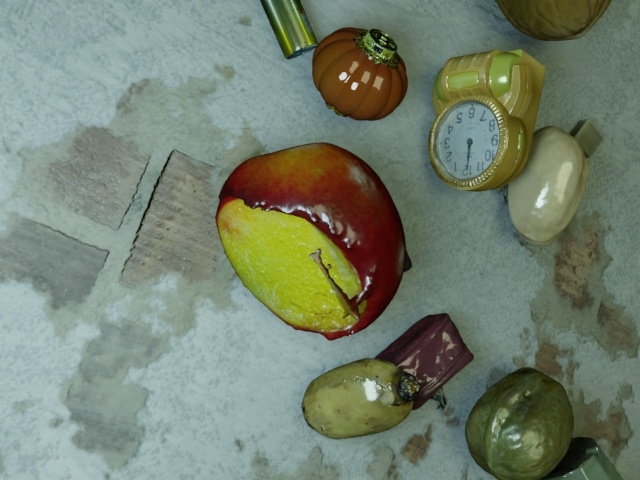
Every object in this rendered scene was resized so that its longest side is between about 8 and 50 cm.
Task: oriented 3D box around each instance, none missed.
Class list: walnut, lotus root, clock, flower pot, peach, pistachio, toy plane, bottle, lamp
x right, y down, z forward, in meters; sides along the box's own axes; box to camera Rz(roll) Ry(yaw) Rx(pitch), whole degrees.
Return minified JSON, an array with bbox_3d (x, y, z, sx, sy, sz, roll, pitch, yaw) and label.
[{"bbox_3d":[0.484,0.449,1.530,0.283,0.227,0.283,-3,96,-37],"label":"walnut"},{"bbox_3d":[0.086,0.333,1.354,0.160,0.284,0.146,42,42,-27],"label":"lotus root"},{"bbox_3d":[0.577,-0.654,1.576,0.332,0.333,0.333,1,88,-24],"label":"walnut"},{"bbox_3d":[0.385,-0.271,1.506,0.200,0.244,0.317,5,90,-39],"label":"clock"},{"bbox_3d":[0.670,0.656,1.609,0.290,0.290,0.259,-31,88,-21],"label":"flower pot"},{"bbox_3d":[0.000,-0.020,1.278,0.406,0.335,0.310,49,51,-10],"label":"peach"},{"bbox_3d":[0.569,-0.141,1.617,0.187,0.187,0.299,16,89,-22],"label":"pistachio"},{"bbox_3d":[0.285,0.375,1.552,0.049,0.031,0.121,-26,96,-31],"label":"toy plane"},{"bbox_3d":[-0.097,-0.542,1.383,0.082,0.082,0.286,-27,99,-22],"label":"bottle"},{"bbox_3d":[0.085,-0.363,1.398,0.223,0.196,0.223,21,44,-21],"label":"lamp"}]

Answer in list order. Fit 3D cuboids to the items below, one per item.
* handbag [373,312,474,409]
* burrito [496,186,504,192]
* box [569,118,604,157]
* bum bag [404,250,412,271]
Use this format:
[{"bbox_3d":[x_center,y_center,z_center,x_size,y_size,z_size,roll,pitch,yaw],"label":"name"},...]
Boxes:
[{"bbox_3d":[0.233,0.277,1.470,0.225,0.146,0.135,-38,100,-22],"label":"handbag"},{"bbox_3d":[0.457,-0.215,1.634,0.058,0.045,0.188,0,87,-40],"label":"burrito"},{"bbox_3d":[0.731,-0.279,1.762,0.083,0.035,0.079,47,72,-16],"label":"box"},{"bbox_3d":[0.152,0.015,1.506,0.109,0.026,0.159,-27,99,-23],"label":"bum bag"}]
